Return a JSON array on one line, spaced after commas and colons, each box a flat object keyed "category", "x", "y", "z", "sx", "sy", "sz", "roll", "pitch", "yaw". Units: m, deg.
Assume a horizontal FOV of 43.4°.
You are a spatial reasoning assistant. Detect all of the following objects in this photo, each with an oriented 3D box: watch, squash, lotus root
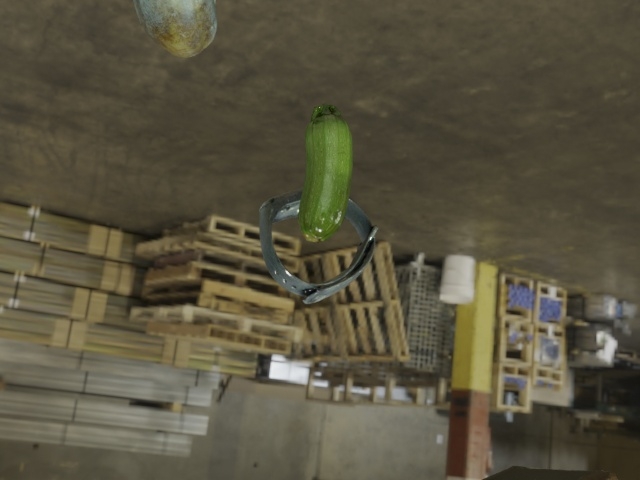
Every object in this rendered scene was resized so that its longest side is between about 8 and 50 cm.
[{"category": "watch", "x": 0.000, "y": 0.000, "z": 1.357, "sx": 0.206, "sy": 0.192, "sz": 0.068, "roll": -18, "pitch": 162, "yaw": -28}, {"category": "squash", "x": 0.009, "y": -0.102, "z": 1.207, "sx": 0.078, "sy": 0.219, "sz": 0.068, "roll": 0, "pitch": 163, "yaw": 7}, {"category": "lotus root", "x": -0.247, "y": -0.445, "z": 1.314, "sx": 0.140, "sy": 0.158, "sz": 0.322, "roll": -2, "pitch": 146, "yaw": -3}]

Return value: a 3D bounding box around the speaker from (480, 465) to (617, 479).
[{"category": "speaker", "x": 0.285, "y": 0.413, "z": 1.007, "sx": 0.193, "sy": 0.230, "sz": 0.153, "roll": -3, "pitch": 174, "yaw": -43}]
